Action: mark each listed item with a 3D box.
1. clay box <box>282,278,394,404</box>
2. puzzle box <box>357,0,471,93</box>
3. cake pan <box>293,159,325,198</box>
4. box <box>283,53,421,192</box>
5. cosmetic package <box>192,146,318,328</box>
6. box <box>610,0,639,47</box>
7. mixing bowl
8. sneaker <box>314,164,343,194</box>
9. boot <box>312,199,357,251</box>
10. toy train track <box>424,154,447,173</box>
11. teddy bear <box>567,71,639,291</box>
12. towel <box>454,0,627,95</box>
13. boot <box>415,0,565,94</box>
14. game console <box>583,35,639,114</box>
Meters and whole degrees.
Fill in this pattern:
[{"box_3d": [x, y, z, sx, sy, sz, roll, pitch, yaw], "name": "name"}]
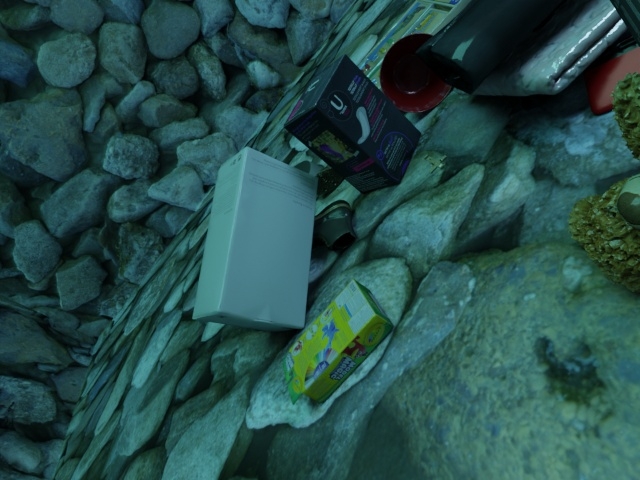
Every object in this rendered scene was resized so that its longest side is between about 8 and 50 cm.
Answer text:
[{"box_3d": [0.023, 0.190, 0.775, 0.222, 0.053, 0.127, -50, 26, 10], "name": "clay box"}, {"box_3d": [0.254, -0.567, 1.204, 0.409, 0.052, 0.272, -45, 31, 17], "name": "puzzle box"}, {"box_3d": [-0.098, -0.149, 1.410, 0.293, 0.054, 0.293, -40, 29, 27], "name": "cake pan"}, {"box_3d": [0.079, -0.261, 0.997, 0.143, 0.270, 0.165, -8, 50, 56], "name": "box"}, {"box_3d": [-0.144, 0.008, 0.990, 0.156, 0.217, 0.384, -18, 59, 51], "name": "cosmetic package"}, {"box_3d": [0.398, -0.192, 0.312, 0.243, 0.076, 0.307, -20, 64, 20], "name": "box"}, {"box_3d": [0.236, -0.420, 1.066, 0.181, 0.181, 0.098, -45, 14, 18], "name": "mixing bowl"}, {"box_3d": [0.046, -0.206, 1.247, 0.188, 0.066, 0.071, -40, 11, 15], "name": "sneaker"}, {"box_3d": [0.000, 0.000, 1.039, 0.198, 0.077, 0.137, -43, 32, 23], "name": "boot"}, {"box_3d": [0.241, -0.172, 0.910, 0.048, 0.014, 0.083, -48, 25, 11], "name": "toy train track"}, {"box_3d": [0.393, -0.089, 0.376, 0.338, 0.113, 0.245, -28, 71, 27], "name": "teddy bear"}, {"box_3d": [0.423, -0.383, 0.755, 0.317, 0.053, 0.332, -45, 17, 9], "name": "towel"}, {"box_3d": [0.363, -0.415, 0.615, 0.445, 0.146, 0.367, -38, 9, 14], "name": "boot"}, {"box_3d": [0.479, -0.264, 0.624, 0.124, 0.085, 0.144, -33, 9, -39], "name": "game console"}]
